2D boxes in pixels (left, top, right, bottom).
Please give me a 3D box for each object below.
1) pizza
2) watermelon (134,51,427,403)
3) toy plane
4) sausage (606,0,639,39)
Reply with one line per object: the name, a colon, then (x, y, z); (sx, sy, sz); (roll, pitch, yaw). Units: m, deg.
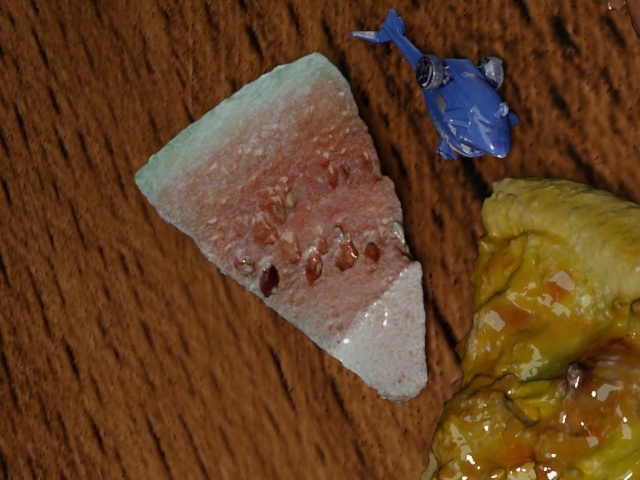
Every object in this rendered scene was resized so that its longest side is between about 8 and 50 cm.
pizza: (0.160, 0.086, 0.711); (0.257, 0.087, 0.268); (-2, 68, 43)
watermelon: (0.000, 0.000, 0.925); (0.154, 0.094, 0.241); (-42, 46, 10)
toy plane: (0.071, -0.096, 0.916); (0.167, 0.054, 0.062); (56, 138, 44)
sausage: (0.228, -0.037, 0.691); (0.079, 0.087, 0.327); (-17, 51, -9)
